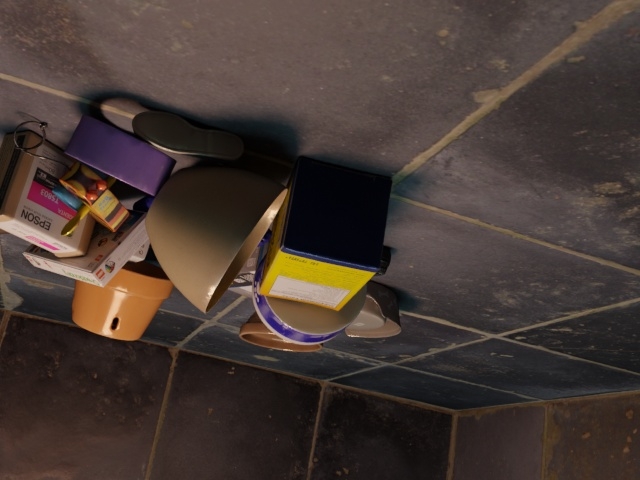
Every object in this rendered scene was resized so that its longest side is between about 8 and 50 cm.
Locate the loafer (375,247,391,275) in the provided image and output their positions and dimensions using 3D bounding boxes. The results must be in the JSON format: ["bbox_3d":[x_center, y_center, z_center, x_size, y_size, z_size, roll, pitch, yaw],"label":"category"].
[{"bbox_3d":[0.098,0.073,1.871,0.076,0.078,0.223,20,158,-26],"label":"loafer"}]

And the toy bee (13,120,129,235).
[{"bbox_3d":[-0.480,-0.095,1.495,0.162,0.195,0.298,27,-177,36],"label":"toy bee"}]

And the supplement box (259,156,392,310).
[{"bbox_3d":[0.000,0.000,1.547,0.194,0.195,0.356,13,160,-8],"label":"supplement box"}]

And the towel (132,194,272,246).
[{"bbox_3d":[-0.267,-0.052,1.656,0.227,0.076,0.308,39,151,-26],"label":"towel"}]

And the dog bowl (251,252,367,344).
[{"bbox_3d":[-0.026,0.111,1.761,0.265,0.265,0.104,14,157,-11],"label":"dog bowl"}]

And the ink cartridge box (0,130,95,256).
[{"bbox_3d":[-0.586,-0.093,1.571,0.088,0.193,0.235,-2,158,29],"label":"ink cartridge box"}]

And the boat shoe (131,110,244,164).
[{"bbox_3d":[-0.247,-0.179,1.349,0.206,0.075,0.065,12,158,-21],"label":"boat shoe"}]

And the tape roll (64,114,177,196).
[{"bbox_3d":[-0.369,-0.155,1.364,0.189,0.080,0.189,25,178,1],"label":"tape roll"}]

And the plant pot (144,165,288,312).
[{"bbox_3d":[-0.216,-0.033,1.395,0.191,0.284,0.284,34,159,1],"label":"plant pot"}]

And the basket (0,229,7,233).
[{"bbox_3d":[-0.723,-0.090,1.722,0.227,0.154,0.204,0,156,16],"label":"basket"}]

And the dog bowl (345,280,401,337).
[{"bbox_3d":[0.074,0.197,2.197,0.349,0.102,0.349,9,161,3],"label":"dog bowl"}]

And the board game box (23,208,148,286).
[{"bbox_3d":[-0.540,-0.001,1.714,0.305,0.193,0.053,10,141,41],"label":"board game box"}]

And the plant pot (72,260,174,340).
[{"bbox_3d":[-0.584,0.157,2.111,0.291,0.203,0.291,20,-178,-1],"label":"plant pot"}]

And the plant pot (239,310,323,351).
[{"bbox_3d":[-0.104,0.238,2.076,0.237,0.110,0.237,8,161,3],"label":"plant pot"}]

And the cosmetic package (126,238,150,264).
[{"bbox_3d":[-0.585,-0.012,1.961,0.231,0.085,0.117,24,157,-31],"label":"cosmetic package"}]

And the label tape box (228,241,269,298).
[{"bbox_3d":[-0.194,0.090,2.015,0.334,0.106,0.240,-9,154,42],"label":"label tape box"}]
